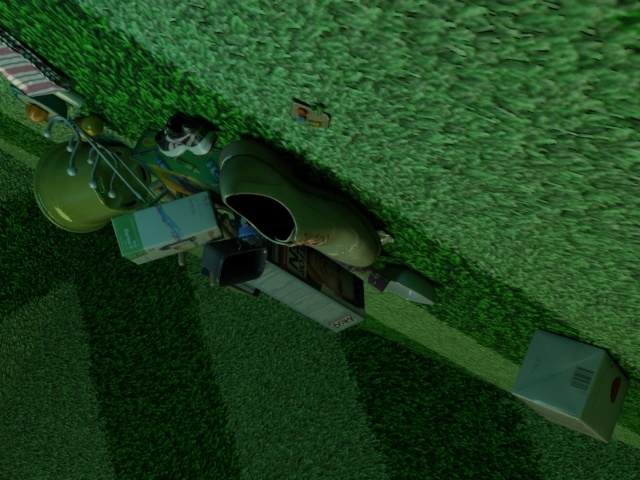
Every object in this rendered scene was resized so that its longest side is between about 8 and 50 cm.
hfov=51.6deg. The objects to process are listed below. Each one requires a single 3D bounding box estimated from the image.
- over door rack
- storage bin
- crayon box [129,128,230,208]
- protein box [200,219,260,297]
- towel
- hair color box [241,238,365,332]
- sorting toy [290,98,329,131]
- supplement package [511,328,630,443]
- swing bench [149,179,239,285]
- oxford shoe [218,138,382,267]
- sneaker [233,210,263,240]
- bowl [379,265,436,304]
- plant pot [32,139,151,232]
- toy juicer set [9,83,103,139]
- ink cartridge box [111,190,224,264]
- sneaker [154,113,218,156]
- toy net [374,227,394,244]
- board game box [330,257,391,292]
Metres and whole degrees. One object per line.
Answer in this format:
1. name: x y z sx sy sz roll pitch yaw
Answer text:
1. over door rack: -0.472 -0.143 1.551 0.324 0.108 0.239 35 176 10
2. storage bin: -0.203 0.036 1.516 0.091 0.098 0.135 31 -152 34
3. crayon box: -0.273 -0.154 1.498 0.279 0.081 0.165 19 167 32
4. protein box: -0.249 0.054 2.106 0.136 0.201 0.200 31 168 -27
5. towel: -0.632 -0.361 1.363 0.144 0.029 0.197 3 153 36
6. hair color box: -0.043 0.078 1.739 0.114 0.185 0.375 -29 134 31
7. sorting toy: -0.016 -0.183 0.959 0.062 0.012 0.083 26 170 1
8. supplement package: 0.633 0.368 1.657 0.175 0.177 0.293 16 166 41
9. swing bench: -0.307 -0.043 1.801 0.254 0.165 0.253 66 -176 20
10. oxford shoe: -0.039 -0.029 1.278 0.397 0.146 0.140 30 132 -28
11. sneaker: -0.139 -0.049 1.410 0.082 0.090 0.232 -7 178 -2
12. bowl: 0.223 0.111 1.706 0.142 0.053 0.142 31 168 -24
13. plant pot: -0.621 -0.163 1.870 0.254 0.275 0.276 -3 152 44
14. toy juicer set: -0.627 -0.304 1.570 0.209 0.089 0.329 27 169 -6
15. ink cartridge box: -0.329 -0.027 1.459 0.213 0.093 0.154 -18 173 -7
16. sneaker: -0.275 -0.215 1.296 0.178 0.072 0.077 3 144 44
17. toy net: 0.048 -0.034 1.437 0.232 0.045 0.122 27 169 -10
18. board game box: 0.000 0.000 1.581 0.347 0.056 0.208 35 -176 -41
